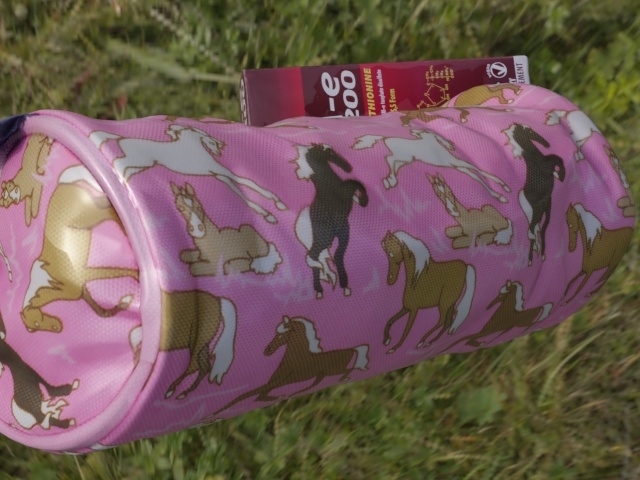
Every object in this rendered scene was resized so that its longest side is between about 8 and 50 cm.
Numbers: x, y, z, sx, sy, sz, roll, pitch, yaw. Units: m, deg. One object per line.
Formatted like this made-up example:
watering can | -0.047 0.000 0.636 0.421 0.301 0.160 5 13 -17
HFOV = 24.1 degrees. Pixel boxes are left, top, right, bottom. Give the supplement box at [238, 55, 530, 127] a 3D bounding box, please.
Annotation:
supplement box | 0.056 -0.077 1.242 0.239 0.073 0.130 -4 74 -7

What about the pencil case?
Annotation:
pencil case | 0.000 0.000 0.781 0.386 0.160 0.167 -9 57 -44
